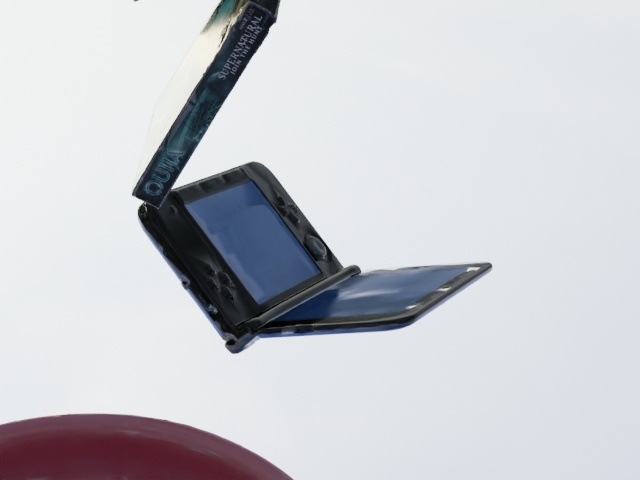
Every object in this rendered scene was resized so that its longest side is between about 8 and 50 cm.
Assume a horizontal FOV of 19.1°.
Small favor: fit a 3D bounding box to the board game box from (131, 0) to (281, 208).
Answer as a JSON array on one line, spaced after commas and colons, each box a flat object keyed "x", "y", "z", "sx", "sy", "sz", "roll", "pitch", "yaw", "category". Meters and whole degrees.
[{"x": -0.078, "y": -0.127, "z": 1.366, "sx": 0.026, "sy": 0.186, "sz": 0.126, "roll": 26, "pitch": -147, "yaw": -13, "category": "board game box"}]

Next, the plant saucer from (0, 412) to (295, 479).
[{"x": -0.145, "y": 0.236, "z": 1.161, "sx": 0.332, "sy": 0.084, "sz": 0.332, "roll": 2, "pitch": -147, "yaw": -1, "category": "plant saucer"}]

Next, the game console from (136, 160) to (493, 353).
[{"x": 0.000, "y": 0.000, "z": 1.896, "sx": 0.250, "sy": 0.173, "sz": 0.293, "roll": 53, "pitch": -157, "yaw": 5, "category": "game console"}]
